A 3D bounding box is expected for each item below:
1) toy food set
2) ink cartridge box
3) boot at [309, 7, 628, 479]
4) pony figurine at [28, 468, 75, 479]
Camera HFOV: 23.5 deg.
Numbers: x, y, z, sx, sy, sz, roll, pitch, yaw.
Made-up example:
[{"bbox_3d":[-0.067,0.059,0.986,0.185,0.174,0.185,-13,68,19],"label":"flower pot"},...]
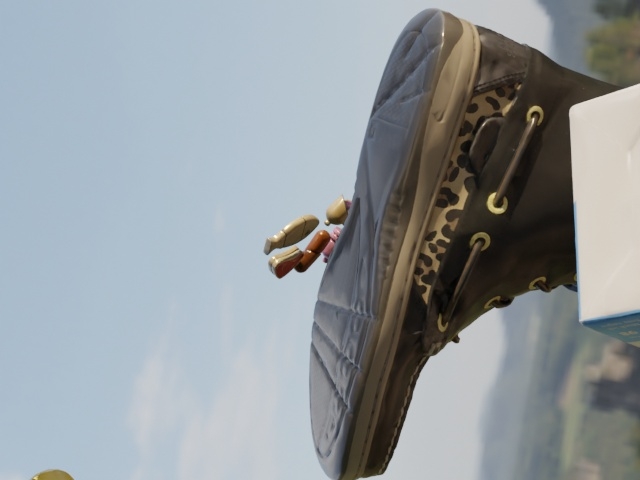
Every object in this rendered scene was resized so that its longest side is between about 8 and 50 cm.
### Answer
[{"bbox_3d":[0.000,0.000,1.352,0.122,0.019,0.078,-32,-29,-29],"label":"toy food set"},{"bbox_3d":[0.190,0.005,0.705,0.180,0.060,0.104,21,-118,-42],"label":"ink cartridge box"},{"bbox_3d":[0.156,0.026,1.224,0.138,0.284,0.377,-144,65,-67],"label":"boot"},{"bbox_3d":[-0.035,0.328,0.786,0.302,0.363,0.351,-5,-68,-43],"label":"pony figurine"}]
